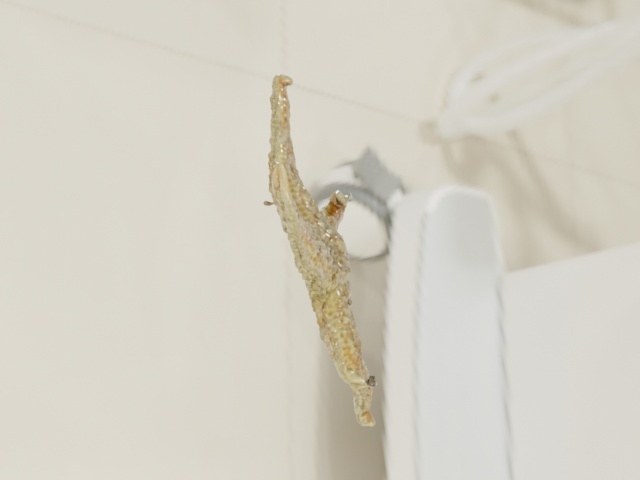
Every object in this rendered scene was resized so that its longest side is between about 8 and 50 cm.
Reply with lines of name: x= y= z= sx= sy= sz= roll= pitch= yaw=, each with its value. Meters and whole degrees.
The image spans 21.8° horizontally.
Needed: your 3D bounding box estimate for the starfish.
starfish: x=-0.006 y=0.001 z=1.153 sx=0.295 sy=0.048 sz=0.231 roll=64 pitch=12 yaw=-54
